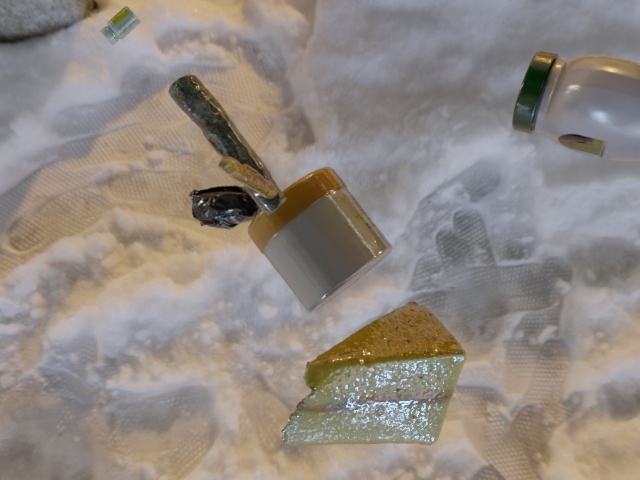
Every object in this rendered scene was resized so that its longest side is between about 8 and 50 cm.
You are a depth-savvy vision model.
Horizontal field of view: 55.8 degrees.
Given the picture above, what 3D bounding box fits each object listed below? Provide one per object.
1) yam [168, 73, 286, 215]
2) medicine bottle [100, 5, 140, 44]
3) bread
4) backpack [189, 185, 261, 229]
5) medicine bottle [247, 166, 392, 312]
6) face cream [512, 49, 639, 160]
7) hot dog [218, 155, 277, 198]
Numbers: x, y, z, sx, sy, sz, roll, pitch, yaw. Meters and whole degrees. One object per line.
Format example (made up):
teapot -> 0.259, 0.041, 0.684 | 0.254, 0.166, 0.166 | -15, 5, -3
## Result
yam -> -0.154, -0.162, 1.036 | 0.061, 0.061, 0.274 | -40, 103, -10
medicine bottle -> -0.445, -0.478, 1.346 | 0.083, 0.047, 0.047 | -44, 84, -6
bread -> 0.077, 0.267, 1.226 | 0.361, 0.245, 0.234 | 4, 112, -24
backpack -> -0.219, -0.078, 1.441 | 0.165, 0.120, 0.106 | 4, 96, 33
medicine bottle -> 0.000, 0.000, 1.315 | 0.237, 0.238, 0.232 | -37, 84, -10
face cream -> 0.683, -0.331, 1.498 | 0.356, 0.312, 0.220 | 22, 87, 22
hot dog -> -0.096, -0.086, 0.857 | 0.028, 0.137, 0.044 | -48, 64, 5
